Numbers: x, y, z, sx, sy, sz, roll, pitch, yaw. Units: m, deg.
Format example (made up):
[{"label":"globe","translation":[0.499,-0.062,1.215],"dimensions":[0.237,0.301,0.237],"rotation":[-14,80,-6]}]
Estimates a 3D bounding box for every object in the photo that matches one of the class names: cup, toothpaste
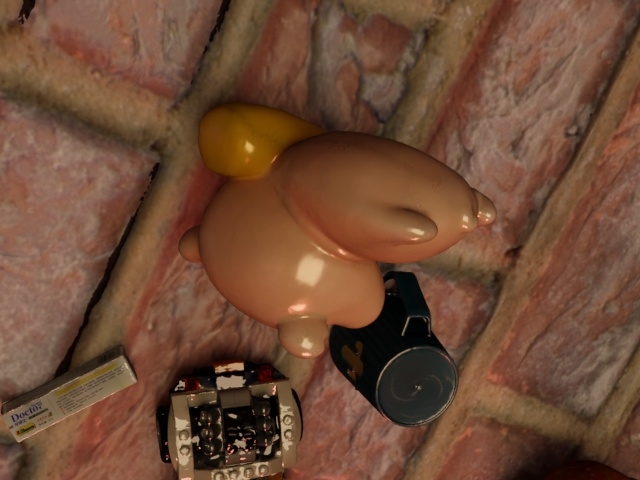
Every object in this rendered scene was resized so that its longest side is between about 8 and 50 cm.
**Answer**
[{"label":"cup","translation":[0.097,0.132,1.223],"dimensions":[0.131,0.155,0.177],"rotation":[2,108,-17]},{"label":"toothpaste","translation":[-0.304,0.184,1.189],"dimensions":[0.164,0.034,0.046],"rotation":[-27,113,-7]}]

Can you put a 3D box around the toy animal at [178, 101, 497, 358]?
[{"label":"toy animal","translation":[0.015,0.005,1.084],"dimensions":[0.277,0.345,0.247],"rotation":[20,90,-54]}]

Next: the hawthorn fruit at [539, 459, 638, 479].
[{"label":"hawthorn fruit","translation":[0.365,0.479,1.368],"dimensions":[0.287,0.287,0.330],"rotation":[38,107,-23]}]

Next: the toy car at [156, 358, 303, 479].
[{"label":"toy car","translation":[-0.110,0.298,1.226],"dimensions":[0.193,0.118,0.301],"rotation":[-4,98,-16]}]
